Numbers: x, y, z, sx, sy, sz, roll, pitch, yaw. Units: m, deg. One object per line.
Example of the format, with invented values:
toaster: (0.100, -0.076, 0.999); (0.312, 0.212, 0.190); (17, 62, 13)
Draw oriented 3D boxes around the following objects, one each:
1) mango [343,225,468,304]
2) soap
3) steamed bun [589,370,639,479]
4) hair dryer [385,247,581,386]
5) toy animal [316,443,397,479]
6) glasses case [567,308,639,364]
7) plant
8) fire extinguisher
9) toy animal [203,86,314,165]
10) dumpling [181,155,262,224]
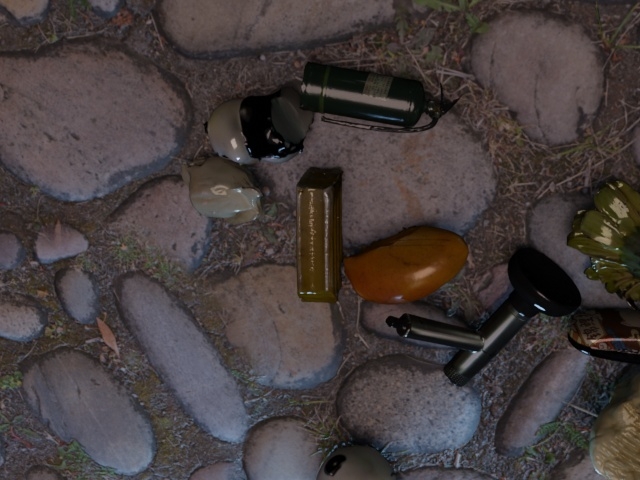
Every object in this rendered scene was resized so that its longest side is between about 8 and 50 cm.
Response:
mango: (0.174, 0.047, 1.558); (0.252, 0.154, 0.126); (-16, 115, 29)
soap: (0.000, 0.000, 1.554); (0.080, 0.160, 0.258); (4, 110, 10)
steamed bun: (0.697, 0.375, 1.571); (0.276, 0.203, 0.289); (37, 101, 10)
hair dryer: (0.302, 0.161, 1.526); (0.320, 0.284, 0.156); (-48, 54, 24)
toy animal: (0.074, 0.589, 1.745); (0.212, 0.213, 0.267); (22, 119, 0)
glasses case: (0.644, 0.188, 1.544); (0.320, 0.122, 0.082); (4, 115, 8)
plant: (0.620, 0.048, 1.464); (0.305, 0.297, 0.261); (-2, 142, -6)
fire extinguisher: (0.112, -0.260, 1.476); (0.294, 0.093, 0.118); (11, 71, 4)
toy animal: (-0.120, -0.208, 1.510); (0.179, 0.166, 0.138); (-10, 95, 25)
dumpling: (-0.193, -0.093, 1.581); (0.199, 0.118, 0.136); (20, 131, 31)
